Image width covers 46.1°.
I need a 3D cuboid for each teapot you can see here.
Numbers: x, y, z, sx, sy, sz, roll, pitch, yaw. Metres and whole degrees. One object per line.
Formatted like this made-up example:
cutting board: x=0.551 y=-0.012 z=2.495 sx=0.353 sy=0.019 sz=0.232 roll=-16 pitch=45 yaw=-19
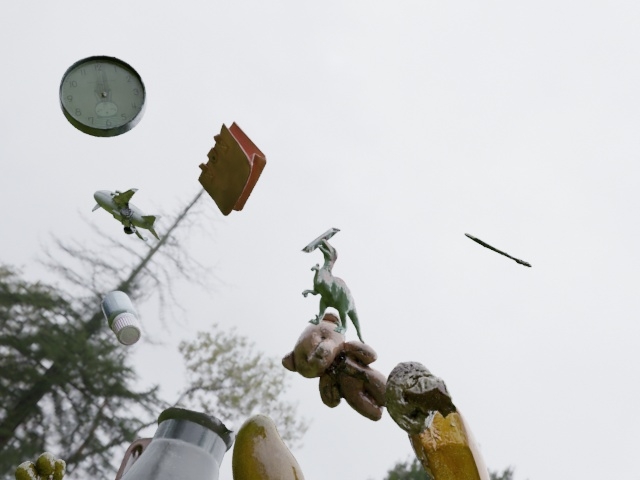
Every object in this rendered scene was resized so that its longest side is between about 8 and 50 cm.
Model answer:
teapot: x=-0.430 y=0.667 z=2.111 sx=0.376 sy=0.362 sz=0.305 roll=-12 pitch=-52 yaw=30

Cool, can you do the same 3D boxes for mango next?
mango: x=0.374 y=0.610 z=2.113 sx=0.201 sy=0.199 sz=0.350 roll=-49 pitch=-120 yaw=38
mango: x=-0.107 y=0.458 z=1.490 sx=0.099 sy=0.136 sz=0.227 roll=95 pitch=-24 yaw=-66

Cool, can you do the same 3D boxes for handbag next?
handbag: x=-0.231 y=-0.179 z=1.905 sx=0.157 sy=0.059 sz=0.212 roll=51 pitch=-45 yaw=17

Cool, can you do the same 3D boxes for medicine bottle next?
medicine bottle: x=-0.548 y=0.215 z=2.075 sx=0.083 sy=0.083 sz=0.203 roll=57 pitch=-8 yaw=-31

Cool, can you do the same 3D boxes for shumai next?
shumai: x=0.193 y=0.298 z=1.480 sx=0.123 sy=0.139 sz=0.105 roll=25 pitch=-57 yaw=-25

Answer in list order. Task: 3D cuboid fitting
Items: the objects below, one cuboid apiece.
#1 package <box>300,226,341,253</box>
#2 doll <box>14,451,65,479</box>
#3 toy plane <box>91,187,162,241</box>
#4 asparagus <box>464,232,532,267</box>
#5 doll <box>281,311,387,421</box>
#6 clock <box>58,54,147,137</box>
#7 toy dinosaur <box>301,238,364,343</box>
package: x=0.000 y=0.000 z=1.827 sx=0.037 sy=0.110 sz=0.015 roll=17 pitch=-41 yaw=55
doll: x=-0.597 y=0.542 z=1.621 sx=0.097 sy=0.137 sz=0.209 roll=31 pitch=-39 yaw=24
toy plane: x=-0.408 y=-0.060 z=1.574 sx=0.171 sy=0.065 sz=0.162 roll=21 pitch=-37 yaw=12
asparagus: x=0.385 y=0.022 z=1.630 sx=0.166 sy=0.016 sz=0.013 roll=27 pitch=-10 yaw=-3
doll: x=0.051 y=0.330 z=1.911 sx=0.303 sy=0.201 sz=0.156 roll=39 pitch=3 yaw=22
clock: x=-0.540 y=-0.361 z=1.869 sx=0.215 sy=0.215 sz=0.042 roll=35 pitch=-23 yaw=-1
toy dinosaur: x=0.046 y=0.132 z=1.669 sx=0.242 sy=0.167 sz=0.053 roll=40 pitch=-22 yaw=-28
